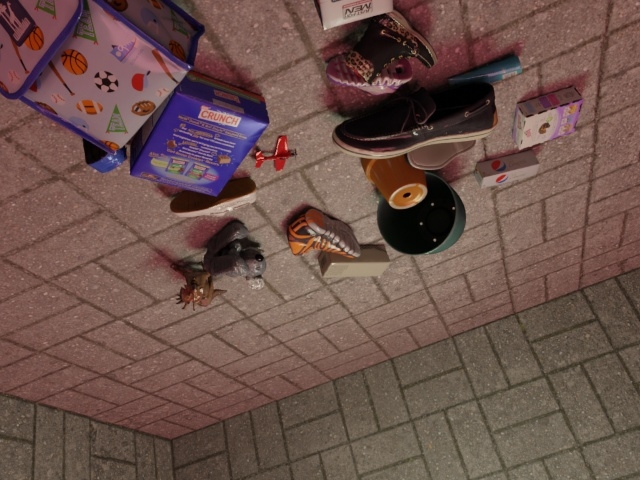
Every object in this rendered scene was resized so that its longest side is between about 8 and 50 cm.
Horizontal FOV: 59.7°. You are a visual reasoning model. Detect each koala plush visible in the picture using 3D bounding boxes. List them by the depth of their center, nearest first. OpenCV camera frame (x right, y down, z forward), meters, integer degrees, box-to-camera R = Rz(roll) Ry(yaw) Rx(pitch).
[{"bbox_3d":[-0.286,0.072,2.023,0.203,0.196,0.221,-26,148,35],"label":"koala plush"}]

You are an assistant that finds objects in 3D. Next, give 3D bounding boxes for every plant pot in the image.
[{"bbox_3d":[0.255,-0.214,1.810,0.205,0.188,0.205,-11,147,-7],"label":"plant pot"},{"bbox_3d":[0.386,-0.082,1.994,0.293,0.293,0.235,-34,157,25],"label":"plant pot"}]

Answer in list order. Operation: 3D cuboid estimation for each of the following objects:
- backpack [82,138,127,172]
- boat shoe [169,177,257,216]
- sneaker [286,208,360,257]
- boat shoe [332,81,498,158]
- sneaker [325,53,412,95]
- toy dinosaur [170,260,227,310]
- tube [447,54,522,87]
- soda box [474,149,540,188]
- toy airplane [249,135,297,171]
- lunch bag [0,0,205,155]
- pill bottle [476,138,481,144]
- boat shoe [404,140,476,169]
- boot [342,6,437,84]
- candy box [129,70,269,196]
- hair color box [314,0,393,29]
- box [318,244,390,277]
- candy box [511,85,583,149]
[{"bbox_3d":[-0.563,-0.239,1.478,0.098,0.120,0.101,-28,145,16],"label":"backpack"},{"bbox_3d":[-0.336,-0.116,1.783,0.277,0.098,0.096,-13,146,-7],"label":"boat shoe"},{"bbox_3d":[0.000,0.000,2.106,0.180,0.124,0.321,-32,134,30],"label":"sneaker"},{"bbox_3d":[0.275,-0.359,1.614,0.500,0.186,0.156,-10,137,-5],"label":"boat shoe"},{"bbox_3d":[0.126,-0.439,1.517,0.236,0.095,0.104,-2,163,-15],"label":"sneaker"},{"bbox_3d":[-0.456,0.193,2.099,0.127,0.200,0.295,-23,147,10],"label":"toy dinosaur"},{"bbox_3d":[0.481,-0.482,1.640,0.207,0.052,0.080,-17,142,14],"label":"tube"},{"bbox_3d":[0.677,-0.259,2.032,0.216,0.074,0.069,-14,148,-3],"label":"soda box"},{"bbox_3d":[-0.143,-0.259,1.716,0.151,0.028,0.151,-12,145,-8],"label":"toy airplane"},{"bbox_3d":[-0.498,-0.413,1.155,0.328,0.239,0.385,-36,127,29],"label":"lunch bag"},{"bbox_3d":[0.515,-0.347,1.858,0.043,0.043,0.083,-1,145,-22],"label":"pill bottle"},{"bbox_3d":[0.364,-0.285,1.755,0.303,0.114,0.091,-18,-173,-33],"label":"boat shoe"},{"bbox_3d":[0.180,-0.472,1.436,0.236,0.085,0.178,29,103,-40],"label":"boot"},{"bbox_3d":[-0.333,-0.283,1.512,0.268,0.122,0.317,13,138,-36],"label":"candy box"},{"bbox_3d":[0.053,-0.635,1.166,0.174,0.105,0.347,-15,147,-1],"label":"hair color box"},{"bbox_3d":[0.138,0.085,2.296,0.275,0.094,0.113,1,144,-25],"label":"box"},{"bbox_3d":[0.747,-0.404,1.849,0.196,0.070,0.165,-18,148,1],"label":"candy box"}]
